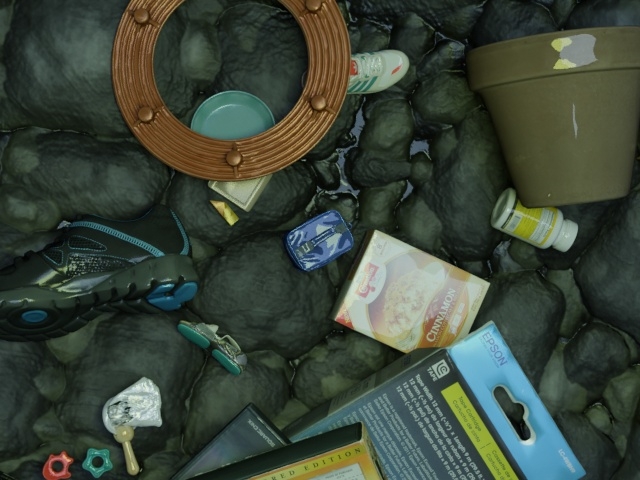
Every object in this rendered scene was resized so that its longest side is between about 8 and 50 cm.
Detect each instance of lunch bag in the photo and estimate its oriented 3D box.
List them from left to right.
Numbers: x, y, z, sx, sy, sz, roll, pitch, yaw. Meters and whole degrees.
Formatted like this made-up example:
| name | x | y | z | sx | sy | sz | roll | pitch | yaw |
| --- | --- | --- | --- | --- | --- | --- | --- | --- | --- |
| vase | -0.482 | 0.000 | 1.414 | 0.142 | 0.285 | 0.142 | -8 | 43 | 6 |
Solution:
| name | x | y | z | sx | sy | sz | roll | pitch | yaw |
| --- | --- | --- | --- | --- | --- | --- | --- | --- | --- |
| lunch bag | 0.000 | 0.000 | 1.807 | 0.098 | 0.065 | 0.067 | -30 | 94 | -9 |

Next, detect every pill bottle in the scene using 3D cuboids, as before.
| name | x | y | z | sx | sy | sz | roll | pitch | yaw |
| --- | --- | --- | --- | --- | --- | --- | --- | --- | --- |
| pill bottle | 0.313 | -0.026 | 1.864 | 0.116 | 0.065 | 0.065 | 24 | 84 | -9 |

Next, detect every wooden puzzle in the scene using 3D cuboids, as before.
| name | x | y | z | sx | sy | sz | roll | pitch | yaw |
| --- | --- | --- | --- | --- | --- | --- | --- | --- | --- |
| wooden puzzle | -0.115 | -0.086 | 1.816 | 0.078 | 0.014 | 0.116 | 41 | 82 | -11 |

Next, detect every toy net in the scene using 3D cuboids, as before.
| name | x | y | z | sx | sy | sz | roll | pitch | yaw |
| --- | --- | --- | --- | --- | --- | --- | --- | --- | --- |
| toy net | -0.301 | 0.288 | 1.758 | 0.122 | 0.045 | 0.232 | 27 | 82 | -7 |

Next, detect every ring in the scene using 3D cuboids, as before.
| name | x | y | z | sx | sy | sz | roll | pitch | yaw |
| --- | --- | --- | --- | --- | --- | --- | --- | --- | --- |
| ring | -0.126 | -0.249 | 1.769 | 0.337 | 0.032 | 0.336 | 0 | 85 | 3 |

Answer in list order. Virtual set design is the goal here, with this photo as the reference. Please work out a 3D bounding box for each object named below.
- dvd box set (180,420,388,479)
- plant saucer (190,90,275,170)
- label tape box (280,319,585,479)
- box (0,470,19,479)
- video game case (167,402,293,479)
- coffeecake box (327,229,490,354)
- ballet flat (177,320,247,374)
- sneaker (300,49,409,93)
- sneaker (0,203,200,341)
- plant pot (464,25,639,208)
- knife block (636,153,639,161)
| name | x | y | z | sx | sy | sz | roll | pitch | yaw |
| --- | --- | --- | --- | --- | --- | --- | --- | --- | --- |
| dvd box set | -0.010 | 0.471 | 1.700 | 0.308 | 0.062 | 0.420 | -21 | 107 | 9 |
| plant saucer | -0.122 | -0.152 | 1.800 | 0.119 | 0.021 | 0.119 | 0 | 74 | -1 |
| label tape box | 0.147 | 0.291 | 1.756 | 0.348 | 0.115 | 0.249 | -32 | 94 | 7 |
| box | -0.442 | 0.320 | 1.717 | 0.083 | 0.067 | 0.018 | 29 | 85 | -7 |
| video game case | -0.120 | 0.378 | 1.736 | 0.196 | 0.026 | 0.274 | 46 | 104 | -1 |
| coffeecake box | 0.125 | 0.086 | 1.826 | 0.186 | 0.068 | 0.142 | 25 | 86 | -8 |
| ballet flat | -0.148 | 0.142 | 1.795 | 0.114 | 0.041 | 0.041 | 40 | 82 | -7 |
| sneaker | 0.055 | -0.238 | 1.818 | 0.161 | 0.075 | 0.057 | -11 | 91 | -10 |
| sneaker | -0.340 | 0.045 | 1.737 | 0.341 | 0.125 | 0.139 | -9 | 63 | -8 |
| plant pot | 0.344 | -0.165 | 1.778 | 0.263 | 0.263 | 0.229 | -8 | 92 | -10 |
| knife block | 0.570 | -0.117 | 1.824 | 0.276 | 0.242 | 0.088 | 41 | 83 | -7 |
